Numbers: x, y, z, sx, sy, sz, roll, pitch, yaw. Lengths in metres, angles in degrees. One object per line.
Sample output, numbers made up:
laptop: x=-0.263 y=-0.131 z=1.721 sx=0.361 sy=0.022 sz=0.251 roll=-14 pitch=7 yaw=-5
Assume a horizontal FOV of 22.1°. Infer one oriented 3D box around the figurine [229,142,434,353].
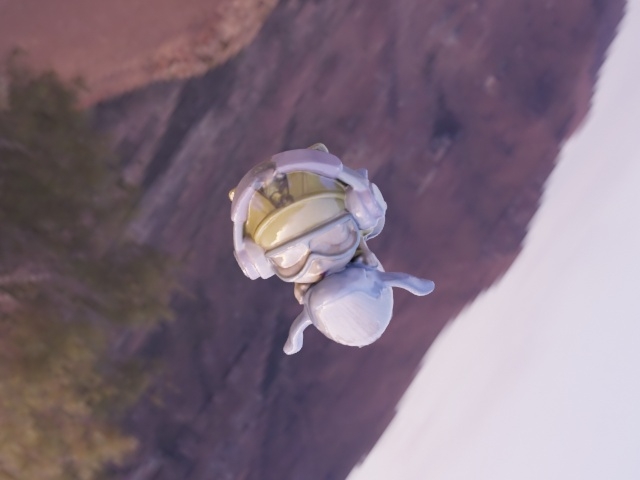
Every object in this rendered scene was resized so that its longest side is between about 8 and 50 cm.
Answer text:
figurine: x=0.000 y=0.000 z=1.269 sx=0.128 sy=0.183 sz=0.208 roll=-26 pitch=-152 yaw=6
